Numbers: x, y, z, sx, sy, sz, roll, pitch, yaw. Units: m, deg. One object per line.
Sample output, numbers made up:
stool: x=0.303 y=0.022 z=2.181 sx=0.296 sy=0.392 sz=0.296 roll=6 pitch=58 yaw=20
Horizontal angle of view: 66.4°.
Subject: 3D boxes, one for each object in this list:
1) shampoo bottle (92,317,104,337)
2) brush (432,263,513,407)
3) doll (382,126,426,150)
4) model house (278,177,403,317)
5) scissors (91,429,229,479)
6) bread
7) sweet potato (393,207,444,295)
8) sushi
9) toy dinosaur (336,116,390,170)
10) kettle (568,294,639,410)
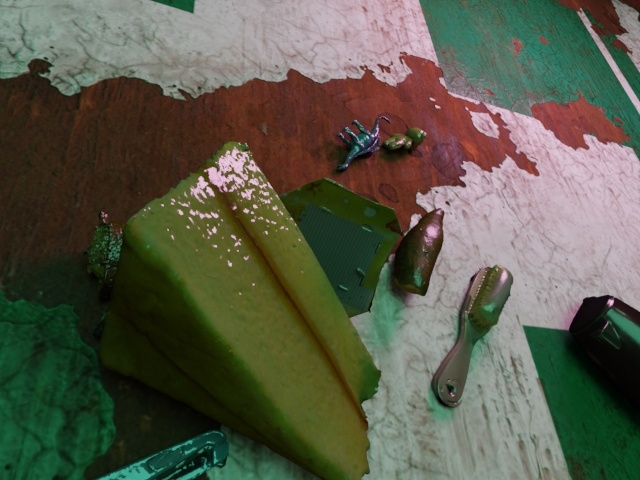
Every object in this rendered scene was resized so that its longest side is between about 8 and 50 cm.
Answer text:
shampoo bottle: x=-0.219 y=0.142 z=0.617 sx=0.137 sy=0.027 sz=0.048 roll=28 pitch=44 yaw=-7
brush: x=0.268 y=0.146 z=0.834 sx=0.072 sy=0.067 sz=0.313 roll=39 pitch=52 yaw=2
doll: x=0.179 y=-0.219 z=1.049 sx=0.093 sy=0.051 sz=0.061 roll=-3 pitch=31 yaw=-31
model house: x=0.000 y=0.000 z=0.778 sx=0.219 sy=0.208 sz=0.136 roll=21 pitch=14 yaw=1
scissors: x=-0.265 y=0.294 z=0.486 sx=0.392 sy=0.032 sz=0.180 roll=-17 pitch=67 yaw=-34
bread: x=-0.038 y=0.098 z=0.589 sx=0.361 sy=0.245 sz=0.233 roll=31 pitch=37 yaw=-2
sweet potato: x=0.180 y=0.005 z=0.882 sx=0.077 sy=0.077 sz=0.244 roll=31 pitch=46 yaw=-4
sushi: x=-0.282 y=0.018 z=0.651 sx=0.060 sy=0.061 sz=0.118 roll=6 pitch=56 yaw=-37
toy dinosaur: x=0.082 y=-0.205 z=0.997 sx=0.080 sy=0.045 sz=0.197 roll=47 pitch=57 yaw=-7
kettle: x=0.589 y=0.201 z=0.910 sx=0.232 sy=0.144 sz=0.202 roll=46 pitch=31 yaw=12
